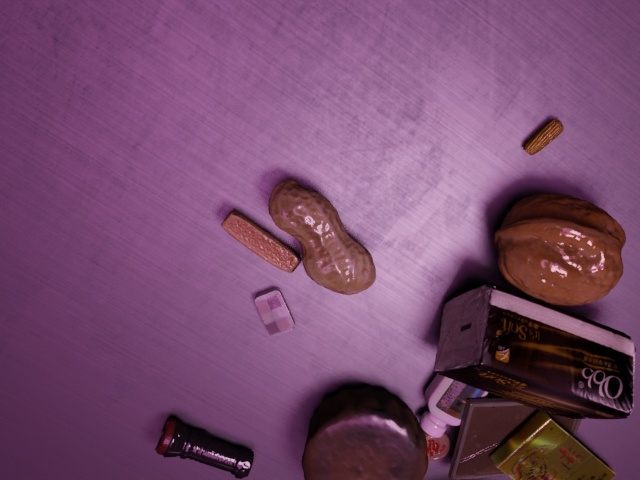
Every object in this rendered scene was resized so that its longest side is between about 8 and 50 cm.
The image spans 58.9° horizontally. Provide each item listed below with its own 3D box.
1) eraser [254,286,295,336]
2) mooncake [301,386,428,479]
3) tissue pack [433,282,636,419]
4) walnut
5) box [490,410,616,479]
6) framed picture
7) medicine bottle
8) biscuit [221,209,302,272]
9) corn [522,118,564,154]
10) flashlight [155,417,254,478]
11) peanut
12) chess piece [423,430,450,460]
[{"bbox_3d":[-0.104,0.163,1.295,0.065,0.026,0.105,-21,106,2],"label":"eraser"},{"bbox_3d":[0.102,0.484,1.319,0.291,0.161,0.290,1,102,3],"label":"mooncake"},{"bbox_3d":[0.448,0.238,1.207,0.370,0.210,0.198,21,70,-10],"label":"tissue pack"},{"bbox_3d":[0.485,0.017,1.174,0.257,0.257,0.224,19,70,-7],"label":"walnut"},{"bbox_3d":[0.569,0.548,1.378,0.311,0.043,0.173,40,99,-25],"label":"box"},{"bbox_3d":[0.474,0.475,1.362,0.315,0.024,0.231,2,112,-14],"label":"framed picture"},{"bbox_3d":[0.316,0.362,1.336,0.115,0.078,0.219,28,103,-12],"label":"medicine bottle"},{"bbox_3d":[-0.127,0.001,1.233,0.188,0.056,0.052,36,104,-12],"label":"biscuit"},{"bbox_3d":[0.470,-0.217,1.194,0.092,0.037,0.037,-42,103,13],"label":"corn"},{"bbox_3d":[-0.273,0.502,1.364,0.232,0.093,0.093,22,104,-12],"label":"flashlight"},{"bbox_3d":[0.000,0.000,1.200,0.136,0.120,0.298,-44,105,-28],"label":"peanut"},{"bbox_3d":[0.277,0.500,1.396,0.084,0.038,0.083,0,106,1],"label":"chess piece"}]
